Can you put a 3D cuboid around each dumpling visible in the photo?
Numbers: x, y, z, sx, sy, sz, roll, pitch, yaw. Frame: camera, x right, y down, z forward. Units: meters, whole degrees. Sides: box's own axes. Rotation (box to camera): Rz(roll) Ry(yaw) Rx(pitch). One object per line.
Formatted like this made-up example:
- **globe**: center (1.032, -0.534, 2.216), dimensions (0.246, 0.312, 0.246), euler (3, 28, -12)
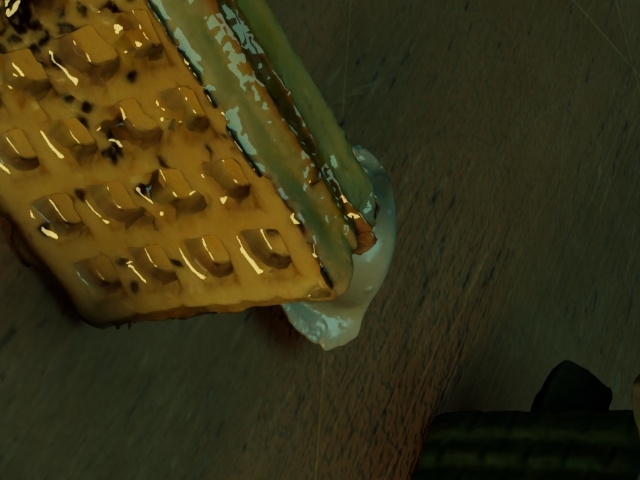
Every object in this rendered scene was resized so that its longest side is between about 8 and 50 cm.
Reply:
- **dumpling**: center (0.000, 0.000, 1.393), dimensions (0.127, 0.108, 0.188), euler (17, 82, -27)

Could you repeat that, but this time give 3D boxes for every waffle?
- **waffle**: center (-0.141, -0.112, 1.052), dimensions (0.114, 0.261, 0.376), euler (-55, 127, -40)

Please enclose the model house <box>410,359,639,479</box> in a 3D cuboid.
- **model house**: center (0.341, 0.266, 1.529), dimensions (0.395, 0.445, 0.400), euler (-40, 116, -51)
